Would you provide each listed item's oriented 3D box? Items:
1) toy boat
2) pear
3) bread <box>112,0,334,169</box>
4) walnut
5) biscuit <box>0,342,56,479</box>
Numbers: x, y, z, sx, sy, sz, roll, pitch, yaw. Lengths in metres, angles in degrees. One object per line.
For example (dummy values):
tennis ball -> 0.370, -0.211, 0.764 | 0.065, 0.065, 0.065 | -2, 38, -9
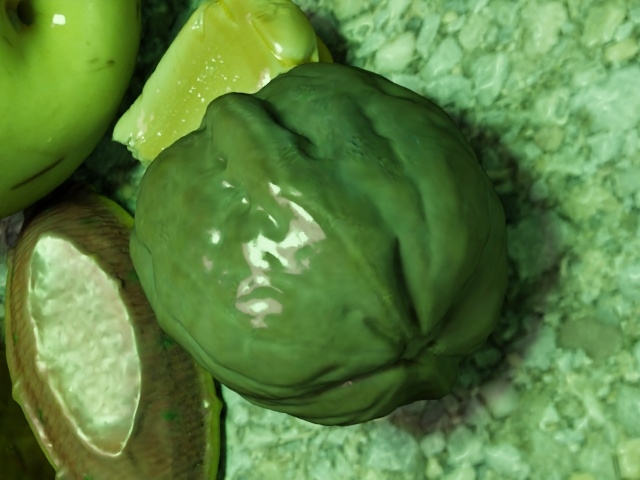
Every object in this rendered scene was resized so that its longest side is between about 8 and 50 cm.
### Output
toy boat -> -0.148, 0.083, 1.278 | 0.141, 0.099, 0.318 | -25, 66, 8
pear -> -0.277, -0.148, 1.287 | 0.309, 0.309, 0.309 | -6, 80, 42
bread -> -0.059, -0.082, 1.218 | 0.177, 0.084, 0.119 | -54, 55, 23
walnut -> 0.000, 0.000, 1.084 | 0.224, 0.224, 0.224 | -6, 80, 42
biscuit -> -0.356, 0.254, 1.390 | 0.395, 0.166, 0.343 | -34, 62, 33
